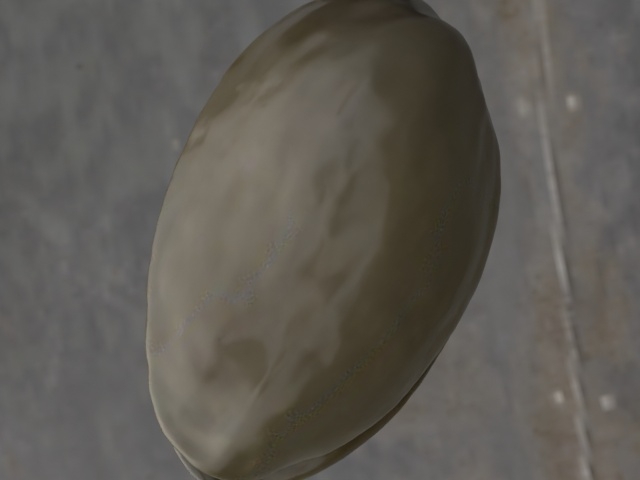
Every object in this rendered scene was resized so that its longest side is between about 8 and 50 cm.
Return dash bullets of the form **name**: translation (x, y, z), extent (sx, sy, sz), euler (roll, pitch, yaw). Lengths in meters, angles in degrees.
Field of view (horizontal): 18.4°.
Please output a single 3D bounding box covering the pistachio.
- **pistachio**: translation (0.000, 0.000, 0.825), extent (0.136, 0.136, 0.226), euler (8, 72, 56)
